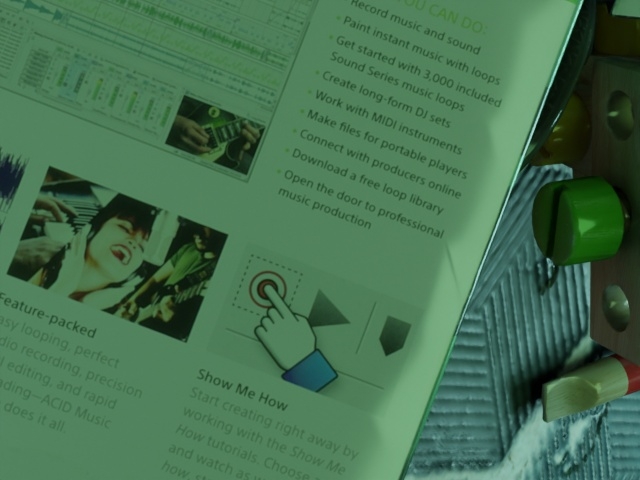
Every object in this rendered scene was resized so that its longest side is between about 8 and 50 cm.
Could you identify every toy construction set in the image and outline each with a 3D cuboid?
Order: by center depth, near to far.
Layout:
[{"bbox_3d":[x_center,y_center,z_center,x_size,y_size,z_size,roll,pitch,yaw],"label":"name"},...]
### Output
[{"bbox_3d":[0.165,-0.011,0.755,0.237,0.257,0.308,-17,139,-27],"label":"toy construction set"}]

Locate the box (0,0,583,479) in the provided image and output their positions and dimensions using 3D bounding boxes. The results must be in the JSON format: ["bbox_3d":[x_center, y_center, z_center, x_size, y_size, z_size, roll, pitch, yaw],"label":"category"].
[{"bbox_3d":[-0.050,-0.036,0.554,0.232,0.058,0.322,22,87,-2],"label":"box"}]

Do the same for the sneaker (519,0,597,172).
[{"bbox_3d":[-0.001,0.000,0.668,0.314,0.116,0.136,-55,173,-11],"label":"sneaker"}]

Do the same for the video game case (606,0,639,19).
[{"bbox_3d":[0.216,-0.178,0.692,0.210,0.232,0.042,5,142,-6],"label":"video game case"}]
